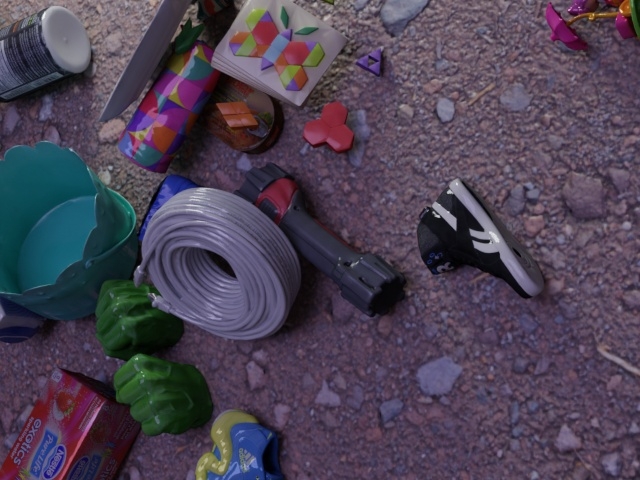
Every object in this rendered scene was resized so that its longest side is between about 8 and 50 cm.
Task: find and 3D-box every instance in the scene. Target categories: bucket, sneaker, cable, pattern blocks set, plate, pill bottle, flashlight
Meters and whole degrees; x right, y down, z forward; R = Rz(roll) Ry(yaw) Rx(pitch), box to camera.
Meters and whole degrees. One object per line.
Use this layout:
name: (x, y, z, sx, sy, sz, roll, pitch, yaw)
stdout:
bucket: (-0.449, -0.008, 1.927, 0.281, 0.183, 0.281, -7, 66, 16)
sneaker: (-0.214, -0.450, 1.984, 0.075, 0.057, 0.161, -33, 67, 15)
cable: (-0.150, 0.040, 1.749, 0.257, 0.089, 0.257, 30, 138, 9)
pattern blocks set: (-0.064, -0.298, 1.802, 0.325, 0.026, 0.285, 19, 82, 9)
sneaker: (-0.623, 0.107, 2.089, 0.315, 0.127, 0.182, 46, 108, 37)
sneaker: (0.214, 0.027, 1.616, 0.121, 0.079, 0.217, -46, 52, 19)
plate: (-0.257, -0.348, 1.879, 0.277, 0.045, 0.278, -52, 16, 37)
pill bottle: (-0.553, -0.332, 2.125, 0.246, 0.130, 0.130, -15, 72, 28)
flashlight: (0.000, 0.000, 1.740, 0.103, 0.103, 0.304, -41, 61, -21)
sneaker: (-0.132, 0.378, 1.738, 0.126, 0.091, 0.240, 14, 86, 32)

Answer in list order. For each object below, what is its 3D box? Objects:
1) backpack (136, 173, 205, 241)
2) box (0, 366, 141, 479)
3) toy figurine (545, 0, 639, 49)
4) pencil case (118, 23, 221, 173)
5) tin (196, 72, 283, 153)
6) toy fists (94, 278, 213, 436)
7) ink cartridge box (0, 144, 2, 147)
backpack: (-0.228, -0.042, 1.887, 0.101, 0.098, 0.120, 20, 91, 4)
box: (-0.415, 0.353, 1.881, 0.128, 0.123, 0.256, 26, 86, 32)
toy figurine: (0.385, -0.324, 1.571, 0.159, 0.130, 0.173, -3, 56, 41)
pencil case: (-0.242, -0.226, 1.890, 0.104, 0.104, 0.236, 33, 96, 32)
tin: (-0.138, -0.214, 1.902, 0.190, 0.040, 0.106, 37, 104, 32)
toy fists: (-0.279, 0.184, 1.839, 0.096, 0.142, 0.279, -33, 64, 22)
ink cartridge box: (-0.675, -0.139, 2.176, 0.056, 0.099, 0.135, 21, 90, 34)
